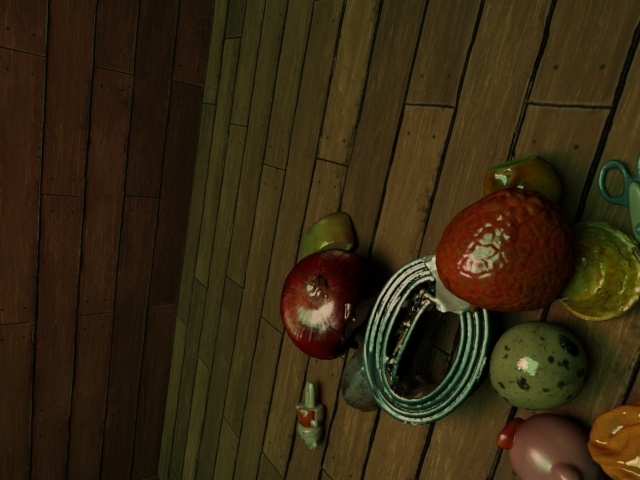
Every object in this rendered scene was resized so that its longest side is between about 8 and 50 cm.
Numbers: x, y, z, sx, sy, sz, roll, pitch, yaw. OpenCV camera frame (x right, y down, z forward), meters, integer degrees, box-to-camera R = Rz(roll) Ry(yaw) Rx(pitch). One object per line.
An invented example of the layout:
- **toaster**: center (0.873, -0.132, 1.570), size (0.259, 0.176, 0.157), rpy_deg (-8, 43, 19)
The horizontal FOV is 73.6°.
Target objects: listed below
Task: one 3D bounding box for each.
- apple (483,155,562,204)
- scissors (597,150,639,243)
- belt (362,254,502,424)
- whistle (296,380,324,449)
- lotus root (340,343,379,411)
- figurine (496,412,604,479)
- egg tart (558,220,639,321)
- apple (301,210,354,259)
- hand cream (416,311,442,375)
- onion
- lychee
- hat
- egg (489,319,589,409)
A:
- **apple**: center (0.446, -0.118, 0.949), size (0.146, 0.147, 0.163), rpy_deg (-29, 66, 46)
- **scissors**: center (0.623, -0.032, 0.813), size (0.138, 0.041, 0.288), rpy_deg (-24, 70, 57)
- **belt**: center (0.284, 0.243, 1.088), size (0.300, 0.173, 0.436), rpy_deg (23, 105, 30)
- **whistle**: center (-0.037, 0.649, 1.581), size (0.102, 0.106, 0.252), rpy_deg (3, 92, 34)
- **lotus root**: center (0.167, 0.385, 1.300), size (0.158, 0.140, 0.322), rpy_deg (49, 123, 40)
- **figurine**: center (0.483, 0.449, 0.886), size (0.173, 0.173, 0.173), rpy_deg (0, 90, 51)
- **egg tart**: center (0.538, 0.061, 0.865), size (0.213, 0.090, 0.212), rpy_deg (-5, 85, 63)
- **apple**: center (0.000, 0.000, 1.530), size (0.265, 0.120, 0.193), rpy_deg (-44, 46, 38)
- **hand cream**: center (0.294, 0.276, 1.221), size (0.086, 0.055, 0.235), rpy_deg (17, 95, 48)
- **onion**: center (0.030, 0.183, 1.333), size (0.341, 0.342, 0.340), rpy_deg (0, 90, 51)
- **lychee**: center (0.359, 0.038, 0.853), size (0.255, 0.255, 0.299), rpy_deg (27, 123, 48)
- **hat**: center (0.599, 0.386, 0.787), size (0.233, 0.244, 0.233), rpy_deg (-59, 7, -7)
- **egg**: center (0.456, 0.273, 0.917), size (0.177, 0.177, 0.228), rpy_deg (59, 147, 32)
